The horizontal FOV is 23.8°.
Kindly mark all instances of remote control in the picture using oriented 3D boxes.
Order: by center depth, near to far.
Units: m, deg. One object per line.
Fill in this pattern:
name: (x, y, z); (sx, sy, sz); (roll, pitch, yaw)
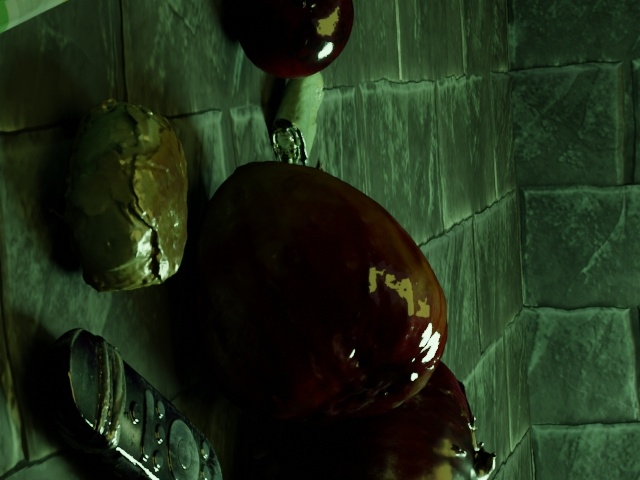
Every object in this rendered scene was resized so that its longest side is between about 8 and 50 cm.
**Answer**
remote control: (-0.153, 0.151, 1.172); (0.266, 0.066, 0.090); (56, 21, -53)

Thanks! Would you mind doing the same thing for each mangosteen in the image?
mangosteen: (-0.029, -0.222, 1.537); (0.140, 0.140, 0.140); (-2, 90, -73)

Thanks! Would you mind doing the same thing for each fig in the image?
fig: (-0.012, 0.052, 1.382); (0.263, 0.224, 0.224); (51, 24, -5)

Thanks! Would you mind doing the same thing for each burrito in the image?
burrito: (-0.023, -0.143, 1.655); (0.074, 0.044, 0.118); (71, 25, -50)

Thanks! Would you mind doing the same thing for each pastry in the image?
pastry: (-0.146, -0.032, 1.164); (0.153, 0.081, 0.153); (-7, 90, -73)

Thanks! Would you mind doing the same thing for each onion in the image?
onion: (0.040, 0.251, 1.542); (0.314, 0.232, 0.314); (-167, -90, -86)

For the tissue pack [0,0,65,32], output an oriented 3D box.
tissue pack: (-0.193, -0.208, 0.914); (0.229, 0.145, 0.159); (-53, 138, -64)

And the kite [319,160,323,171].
kite: (0.000, 0.000, 1.774); (0.159, 0.010, 0.190); (1, 87, -74)
